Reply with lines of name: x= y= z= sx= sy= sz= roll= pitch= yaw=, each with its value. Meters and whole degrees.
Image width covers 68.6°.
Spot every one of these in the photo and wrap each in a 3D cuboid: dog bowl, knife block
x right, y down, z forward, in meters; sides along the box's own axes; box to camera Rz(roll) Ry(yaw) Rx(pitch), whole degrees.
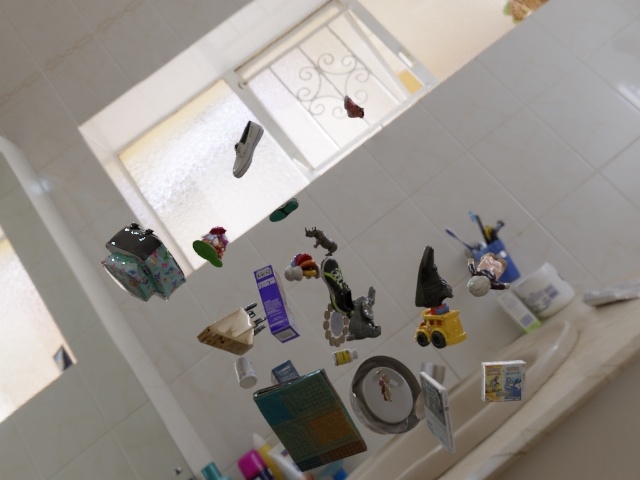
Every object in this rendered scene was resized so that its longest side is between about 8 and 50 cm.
dog bowl: x=0.285 y=0.694 z=2.087 sx=0.348 sy=0.349 sz=0.102 roll=-25 pitch=-21 yaw=-40
knife block: x=-0.344 y=0.325 z=1.876 sx=0.275 sy=0.242 sz=0.088 roll=28 pitch=-55 yaw=-31

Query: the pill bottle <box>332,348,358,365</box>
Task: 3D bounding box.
pill bottle: x=0.117 y=0.549 z=2.213 sx=0.116 sy=0.065 sz=0.065 roll=-12 pitch=-22 yaw=-9

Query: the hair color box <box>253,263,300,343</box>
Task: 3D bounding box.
hair color box: x=-0.213 y=0.308 z=2.286 sx=0.110 sy=0.339 sz=0.185 roll=-24 pitch=-30 yaw=2

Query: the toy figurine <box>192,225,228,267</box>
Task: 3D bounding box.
toy figurine: x=-0.474 y=0.010 z=2.149 sx=0.130 sy=0.173 sz=0.159 roll=-19 pitch=30 yaw=42

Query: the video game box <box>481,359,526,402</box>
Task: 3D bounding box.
video game box: x=0.873 y=0.671 z=2.235 sx=0.205 sy=0.187 sz=0.048 roll=-3 pitch=3 yaw=-4

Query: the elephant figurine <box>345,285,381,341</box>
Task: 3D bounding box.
elephant figurine: x=0.186 y=0.330 z=2.155 sx=0.169 sy=0.240 sz=0.186 roll=-6 pitch=-8 yaw=1

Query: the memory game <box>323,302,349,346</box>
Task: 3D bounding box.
memory game: x=0.061 y=0.321 z=1.817 sx=0.012 sy=0.186 sz=0.186 roll=-6 pitch=3 yaw=32

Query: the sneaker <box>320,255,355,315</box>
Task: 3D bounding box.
sneaker: x=0.077 y=0.165 z=1.730 sx=0.084 sy=0.235 sz=0.097 roll=-31 pitch=20 yaw=-37

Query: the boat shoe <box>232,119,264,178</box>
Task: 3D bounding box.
boat shoe: x=-0.296 y=-0.350 z=1.786 sx=0.075 sy=0.083 sz=0.226 roll=30 pitch=-103 yaw=-43

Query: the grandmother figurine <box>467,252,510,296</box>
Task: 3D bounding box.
grandmother figurine: x=0.738 y=0.160 z=2.081 sx=0.342 sy=0.207 sz=0.104 roll=-26 pitch=-45 yaw=-52

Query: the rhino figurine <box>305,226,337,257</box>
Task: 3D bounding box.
rhino figurine: x=0.000 y=0.000 z=2.683 sx=0.106 sy=0.243 sz=0.073 roll=-52 pitch=19 yaw=-9

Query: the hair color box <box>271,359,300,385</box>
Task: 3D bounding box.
hair color box: x=-0.099 y=0.737 z=2.133 sx=0.105 sy=0.347 sz=0.174 roll=-26 pitch=-29 yaw=-21

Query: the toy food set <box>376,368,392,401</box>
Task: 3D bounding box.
toy food set: x=0.244 y=0.550 z=1.770 sx=0.019 sy=0.122 sz=0.078 roll=-2 pitch=-30 yaw=-21

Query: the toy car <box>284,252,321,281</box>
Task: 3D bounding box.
toy car: x=-0.088 y=0.130 z=2.330 sx=0.159 sy=0.136 sz=0.182 roll=-5 pitch=-2 yaw=-33

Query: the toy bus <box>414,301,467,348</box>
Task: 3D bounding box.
toy bus: x=0.525 y=0.369 z=2.125 sx=0.149 sy=0.212 sz=0.220 roll=-14 pitch=1 yaw=-36

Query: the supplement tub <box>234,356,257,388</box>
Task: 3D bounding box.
supplement tub: x=-0.286 y=0.506 z=1.796 sx=0.071 sy=0.107 sz=0.071 roll=-10 pitch=-59 yaw=-17

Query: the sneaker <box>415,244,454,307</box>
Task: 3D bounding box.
sneaker: x=0.405 y=0.129 z=1.639 sx=0.087 sy=0.130 sz=0.228 roll=-23 pitch=-63 yaw=-71

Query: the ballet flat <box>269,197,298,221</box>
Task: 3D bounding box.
ballet flat: x=-0.176 y=-0.153 z=2.304 sx=0.188 sy=0.070 sz=0.070 roll=-27 pitch=-9 yaw=29

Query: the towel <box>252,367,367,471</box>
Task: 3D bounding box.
towel: x=-0.033 y=0.612 z=1.583 sx=0.271 sy=0.370 sz=0.040 roll=-23 pitch=20 yaw=13

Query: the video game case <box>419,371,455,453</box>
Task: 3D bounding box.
video game case: x=0.331 y=0.484 z=1.338 sx=0.022 sy=0.173 sz=0.190 roll=-8 pitch=0 yaw=-5

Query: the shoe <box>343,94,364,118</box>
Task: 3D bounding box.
shoe: x=0.165 y=-0.643 z=2.266 sx=0.178 sy=0.081 sz=0.064 roll=45 pitch=-122 yaw=-72

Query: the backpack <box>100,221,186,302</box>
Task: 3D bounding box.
backpack: x=-0.588 y=0.096 z=1.588 sx=0.191 sy=0.225 sz=0.254 roll=-56 pitch=-39 yaw=-26
